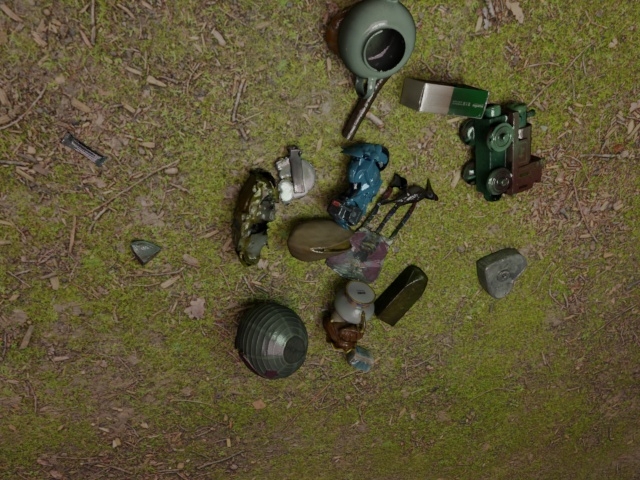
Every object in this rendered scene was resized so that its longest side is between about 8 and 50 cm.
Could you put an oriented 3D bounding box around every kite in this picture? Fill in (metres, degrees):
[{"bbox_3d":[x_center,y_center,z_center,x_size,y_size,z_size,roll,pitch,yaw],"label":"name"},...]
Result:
[{"bbox_3d":[0.175,-0.012,1.433,0.204,0.022,0.360,24,109,-22],"label":"kite"}]

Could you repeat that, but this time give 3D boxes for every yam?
[{"bbox_3d":[0.155,-0.425,1.201,0.045,0.045,0.326,11,117,-48],"label":"yam"}]

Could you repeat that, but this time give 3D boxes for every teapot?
[{"bbox_3d":[0.140,-0.485,1.069,0.193,0.129,0.294,0,135,-17],"label":"teapot"}]

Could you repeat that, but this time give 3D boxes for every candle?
[{"bbox_3d":[0.645,0.111,1.588,0.169,0.068,0.192,18,107,-21],"label":"candle"}]

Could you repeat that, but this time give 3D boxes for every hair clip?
[{"bbox_3d":[-0.070,-0.188,1.266,0.116,0.049,0.172,-8,121,-5],"label":"hair clip"}]

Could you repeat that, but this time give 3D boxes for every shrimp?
[{"bbox_3d":[0.103,-0.547,1.129,0.188,0.051,0.132,-28,137,8],"label":"shrimp"}]

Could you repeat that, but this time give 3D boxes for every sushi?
[{"bbox_3d":[-0.187,-0.053,1.258,0.131,0.139,0.291,9,113,-27],"label":"sushi"}]

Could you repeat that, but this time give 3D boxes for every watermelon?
[{"bbox_3d":[-0.514,0.039,1.263,0.085,0.061,0.085,-11,126,-15],"label":"watermelon"}]

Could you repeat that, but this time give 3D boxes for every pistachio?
[{"bbox_3d":[0.000,0.000,1.326,0.223,0.152,0.126,-9,117,-31],"label":"pistachio"}]

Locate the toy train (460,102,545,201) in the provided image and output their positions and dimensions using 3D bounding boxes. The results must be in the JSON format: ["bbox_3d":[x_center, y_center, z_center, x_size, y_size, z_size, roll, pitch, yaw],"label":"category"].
[{"bbox_3d":[0.560,-0.276,1.332,0.222,0.150,0.304,-20,119,-15],"label":"toy train"}]

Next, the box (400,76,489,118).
[{"bbox_3d":[0.339,-0.395,1.210,0.199,0.135,0.081,-1,116,-14],"label":"box"}]

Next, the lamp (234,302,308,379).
[{"bbox_3d":[-0.157,0.325,1.414,0.233,0.233,0.265,-37,126,6],"label":"lamp"}]

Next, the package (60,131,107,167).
[{"bbox_3d":[-0.608,-0.231,1.125,0.110,0.015,0.037,37,104,-26],"label":"package"}]

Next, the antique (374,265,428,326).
[{"bbox_3d":[0.284,0.188,1.529,0.081,0.080,0.221,33,106,-25],"label":"antique"}]

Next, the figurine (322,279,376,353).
[{"bbox_3d":[0.092,0.260,1.463,0.142,0.189,0.263,6,129,-19],"label":"figurine"}]

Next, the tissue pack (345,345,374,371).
[{"bbox_3d":[0.144,0.434,1.626,0.094,0.074,0.058,26,111,-22],"label":"tissue pack"}]

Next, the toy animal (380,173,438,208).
[{"bbox_3d":[0.288,-0.146,1.366,0.202,0.070,0.105,3,109,-25],"label":"toy animal"}]

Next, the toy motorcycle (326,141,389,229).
[{"bbox_3d":[0.105,-0.169,1.265,0.182,0.124,0.272,24,91,-46],"label":"toy motorcycle"}]
